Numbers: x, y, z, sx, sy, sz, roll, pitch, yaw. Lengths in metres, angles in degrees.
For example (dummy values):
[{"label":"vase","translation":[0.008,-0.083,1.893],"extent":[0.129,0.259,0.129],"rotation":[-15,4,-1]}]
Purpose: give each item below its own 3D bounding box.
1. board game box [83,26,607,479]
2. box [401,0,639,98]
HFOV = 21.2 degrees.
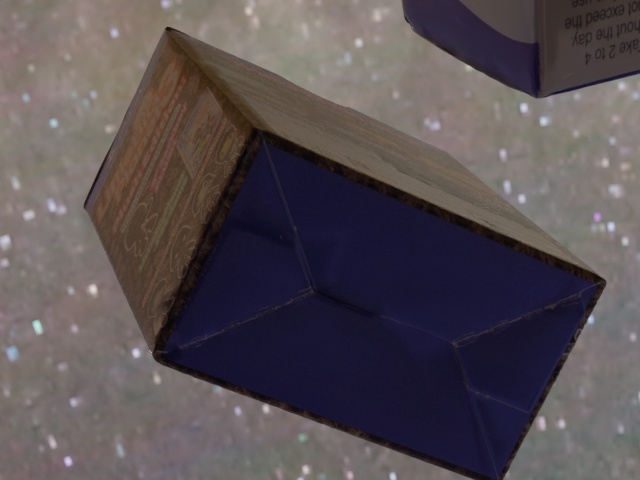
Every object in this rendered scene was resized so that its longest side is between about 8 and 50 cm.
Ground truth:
[{"label":"board game box","translation":[0.000,0.000,1.073],"extent":[0.232,0.141,0.291],"rotation":[23,-169,-20]},{"label":"box","translation":[0.083,-0.118,0.407],"extent":[0.126,0.137,0.072],"rotation":[-15,-154,-22]}]
